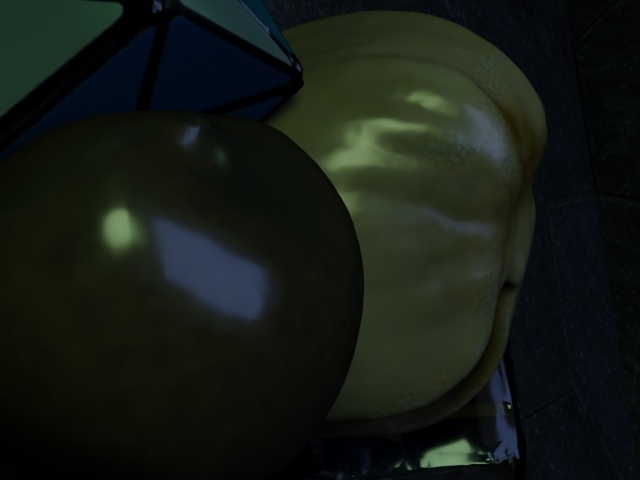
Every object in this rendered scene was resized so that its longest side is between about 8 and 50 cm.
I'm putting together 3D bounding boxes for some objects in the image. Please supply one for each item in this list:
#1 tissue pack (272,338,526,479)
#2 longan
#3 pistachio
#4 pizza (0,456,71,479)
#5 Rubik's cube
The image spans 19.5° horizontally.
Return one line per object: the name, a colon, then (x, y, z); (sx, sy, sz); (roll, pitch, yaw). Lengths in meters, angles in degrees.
tissue pack: (0.056, 0.078, 1.827); (0.264, 0.253, 0.417); (80, 1, -67)
longan: (-0.113, 0.048, 1.296); (0.350, 0.288, 0.288); (12, 62, -60)
pistachio: (0.000, 0.000, 1.589); (0.365, 0.445, 0.281); (54, 7, 16)
pizza: (-0.282, 0.076, 1.336); (0.335, 0.086, 0.226); (45, 26, -46)
Rubik's cube: (-0.201, -0.165, 1.424); (0.250, 0.248, 0.246); (59, 16, 22)
